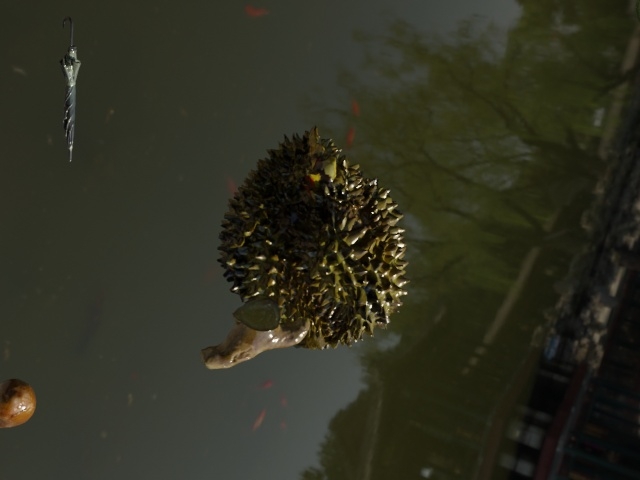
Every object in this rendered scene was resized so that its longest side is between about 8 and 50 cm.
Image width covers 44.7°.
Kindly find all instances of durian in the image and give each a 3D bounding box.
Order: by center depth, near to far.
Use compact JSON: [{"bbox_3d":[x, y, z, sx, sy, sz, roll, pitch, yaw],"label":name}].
[{"bbox_3d":[-0.007,0.001,1.059,0.293,0.258,0.258,57,47,-25],"label":"durian"}]

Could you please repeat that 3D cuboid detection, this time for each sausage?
[{"bbox_3d":[-0.617,0.318,1.490,0.103,0.302,0.076,25,60,-36],"label":"sausage"}]

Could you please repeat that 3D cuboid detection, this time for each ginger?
[{"bbox_3d":[-0.057,0.076,0.646,0.030,0.097,0.048,-118,-170,-75],"label":"ginger"}]

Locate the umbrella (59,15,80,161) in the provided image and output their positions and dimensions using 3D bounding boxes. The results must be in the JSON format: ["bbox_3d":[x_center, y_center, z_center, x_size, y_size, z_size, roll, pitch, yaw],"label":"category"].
[{"bbox_3d":[-0.461,-0.274,1.438,0.044,0.044,0.269,-22,122,-52],"label":"umbrella"}]

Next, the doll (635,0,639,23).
[{"bbox_3d":[0.621,-0.354,1.089,0.186,0.322,0.198,2,113,-27],"label":"doll"}]
